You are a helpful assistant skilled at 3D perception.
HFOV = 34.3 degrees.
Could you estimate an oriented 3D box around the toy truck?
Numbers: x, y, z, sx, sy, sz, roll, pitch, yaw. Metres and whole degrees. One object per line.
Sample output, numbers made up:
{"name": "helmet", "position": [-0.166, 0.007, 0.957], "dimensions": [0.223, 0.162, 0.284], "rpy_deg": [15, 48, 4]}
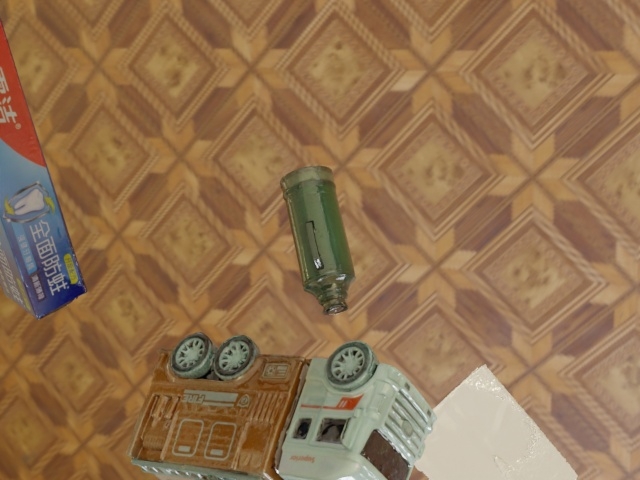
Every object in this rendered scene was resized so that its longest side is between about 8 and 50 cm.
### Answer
{"name": "toy truck", "position": [-0.047, 0.200, 1.073], "dimensions": [0.305, 0.162, 0.136], "rpy_deg": [-1, 144, 34]}

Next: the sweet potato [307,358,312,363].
{"name": "sweet potato", "position": [-0.078, 0.272, 1.435], "dimensions": [0.075, 0.075, 0.273], "rpy_deg": [37, 83, 11]}

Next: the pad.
{"name": "pad", "position": [0.223, 0.290, 1.358], "dimensions": [0.156, 0.004, 0.232], "rpy_deg": [-42, 108, -3]}

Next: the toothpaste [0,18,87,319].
{"name": "toothpaste", "position": [-0.305, -0.078, 0.983], "dimensions": [0.076, 0.066, 0.321], "rpy_deg": [24, 135, 43]}

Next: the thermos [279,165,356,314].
{"name": "thermos", "position": [0.003, 0.001, 1.333], "dimensions": [0.083, 0.073, 0.188], "rpy_deg": [130, 131, -59]}
